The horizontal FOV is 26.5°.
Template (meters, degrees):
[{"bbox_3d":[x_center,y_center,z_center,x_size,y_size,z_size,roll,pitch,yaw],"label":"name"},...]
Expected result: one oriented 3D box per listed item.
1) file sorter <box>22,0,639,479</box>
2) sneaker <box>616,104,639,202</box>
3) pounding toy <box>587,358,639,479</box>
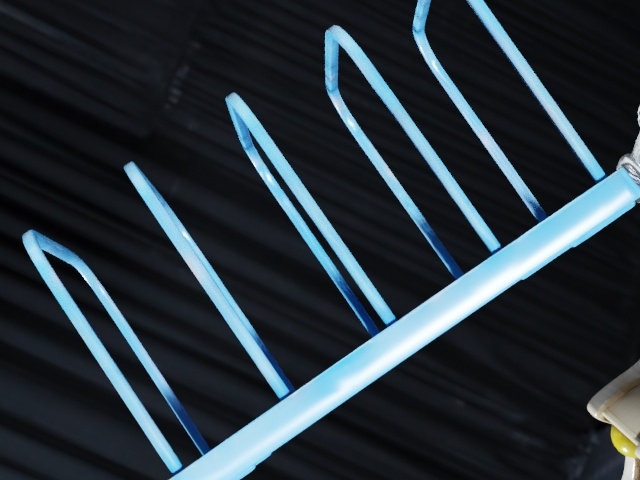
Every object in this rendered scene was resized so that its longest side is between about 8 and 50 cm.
[{"bbox_3d":[0.000,0.000,0.468,0.170,0.104,0.118,-35,174,-3],"label":"file sorter"},{"bbox_3d":[0.202,-0.072,0.714,0.071,0.068,0.170,-59,176,-18],"label":"sneaker"},{"bbox_3d":[0.323,0.182,1.298,0.154,0.269,0.155,-51,-132,5],"label":"pounding toy"}]
